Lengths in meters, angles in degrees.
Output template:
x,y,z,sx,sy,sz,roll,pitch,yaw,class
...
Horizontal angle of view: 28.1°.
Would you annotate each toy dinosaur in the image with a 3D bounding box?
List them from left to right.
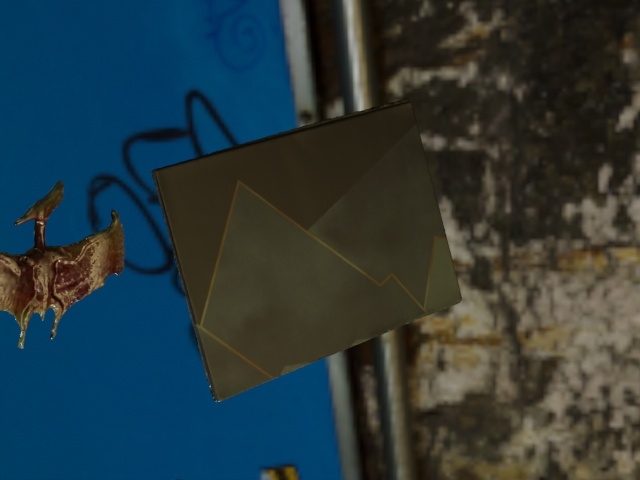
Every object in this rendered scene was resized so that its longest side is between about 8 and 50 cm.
x,y,z,sx,sy,sz,roll,pitch,yaw,class
-0.391,0.037,1.665,0.327,0.113,0.207,-40,-51,-29,toy dinosaur

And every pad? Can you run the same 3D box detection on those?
x,y,z,sx,sy,sz,roll,pitch,yaw,class
0.000,0.000,0.908,0.243,0.004,0.164,-19,-84,-38,pad

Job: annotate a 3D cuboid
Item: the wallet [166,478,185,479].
x,y,z,sx,sy,sz,roll,pitch,yaw,class
-0.156,0.314,1.211,0.020,0.103,0.196,-91,-10,-67,wallet
